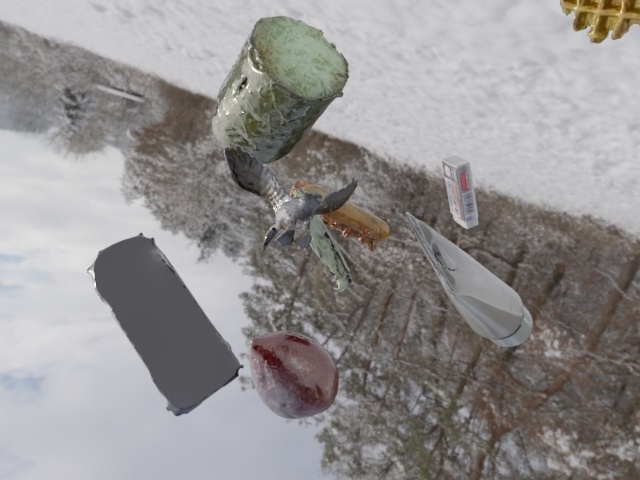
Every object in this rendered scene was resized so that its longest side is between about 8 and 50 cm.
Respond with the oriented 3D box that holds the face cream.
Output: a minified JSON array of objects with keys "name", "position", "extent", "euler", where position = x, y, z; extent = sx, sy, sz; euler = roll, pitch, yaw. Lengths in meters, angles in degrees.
[{"name":"face cream","position":[0.228,0.074,0.757],"extent":[0.314,0.089,0.143],"euler":[38,-155,-43]}]

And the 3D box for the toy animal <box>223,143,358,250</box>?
[{"name":"toy animal","position":[-0.063,-0.044,0.892],"extent":[0.273,0.197,0.160],"euler":[20,-159,-25]}]

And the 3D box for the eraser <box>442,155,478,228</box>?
[{"name":"eraser","position":[0.243,-0.083,0.886],"extent":[0.029,0.122,0.052],"euler":[-21,-152,-7]}]

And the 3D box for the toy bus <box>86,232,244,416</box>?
[{"name":"toy bus","position":[-0.340,0.178,1.115],"extent":[0.386,0.171,0.162],"euler":[53,162,9]}]

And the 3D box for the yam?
[{"name":"yam","position":[-0.089,-0.280,0.994],"extent":[0.195,0.195,0.300],"euler":[12,160,-23]}]

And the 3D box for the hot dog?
[{"name":"hot dog","position":[0.055,-0.077,1.623],"extent":[0.349,0.117,0.158],"euler":[26,-171,-19]}]

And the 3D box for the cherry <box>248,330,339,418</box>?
[{"name":"cherry","position":[-0.076,0.356,1.377],"extent":[0.300,0.203,0.230],"euler":[50,143,-18]}]

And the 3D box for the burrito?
[{"name":"burrito","position":[0.002,-0.001,1.419],"extent":[0.066,0.309,0.096],"euler":[-26,-172,6]}]

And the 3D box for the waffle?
[{"name":"waffle","position":[0.531,-0.504,0.902],"extent":[0.065,0.309,0.283],"euler":[-23,175,-29]}]
